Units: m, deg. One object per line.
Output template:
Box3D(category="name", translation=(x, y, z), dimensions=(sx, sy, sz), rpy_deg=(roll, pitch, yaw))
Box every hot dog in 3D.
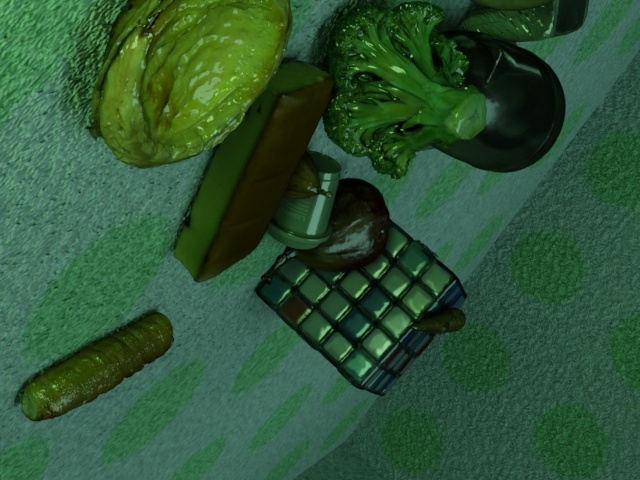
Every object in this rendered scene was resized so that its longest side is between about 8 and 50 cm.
Box3D(category="hot dog", translation=(-0.328, 0.192, 1.631), dimensions=(0.289, 0.068, 0.083), rpy_deg=(-30, 148, -47))

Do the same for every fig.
Box3D(category="fig", translation=(-0.029, -0.092, 1.652), dimensions=(0.089, 0.125, 0.089), rpy_deg=(-43, 159, -22))
Box3D(category="fig", translation=(-0.001, 0.000, 1.914), dimensions=(0.274, 0.145, 0.170), rpy_deg=(-30, 136, -31))

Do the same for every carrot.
Box3D(category="carrot", translation=(0.217, 0.153, 1.990), dimensions=(0.049, 0.049, 0.254), rpy_deg=(-54, 159, 16))

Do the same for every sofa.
Box3D(category="sofa", translation=(0.375, -0.475, 1.925), dimensions=(0.210, 0.176, 0.225), rpy_deg=(-28, 126, -51))

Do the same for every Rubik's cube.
Box3D(category="Rubik's cube", translation=(0.091, 0.111, 2.143), dimensions=(0.293, 0.292, 0.287), rpy_deg=(-51, 163, -2))

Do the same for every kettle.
Box3D(category="kettle", translation=(0.214, -0.235, 1.840), dimensions=(0.321, 0.228, 0.324), rpy_deg=(-21, 163, 31))

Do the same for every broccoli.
Box3D(category="broccoli", translation=(0.125, -0.220, 1.544), dimensions=(0.254, 0.269, 0.269), rpy_deg=(-63, 163, 3))

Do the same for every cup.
Box3D(category="cup", translation=(-0.026, -0.070, 1.759), dimensions=(0.120, 0.120, 0.141), rpy_deg=(-28, 141, -52))

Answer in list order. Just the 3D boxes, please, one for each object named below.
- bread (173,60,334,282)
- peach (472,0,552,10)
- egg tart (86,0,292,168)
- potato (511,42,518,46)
Box3D(category="bread", translation=(-0.098, -0.100, 1.540), dimensions=(0.138, 0.077, 0.361), rpy_deg=(-29, 155, -47))
Box3D(category="peach", translation=(0.273, -0.453, 1.427), dimensions=(0.292, 0.247, 0.292), rpy_deg=(-17, 142, -14))
Box3D(category="egg tart", translation=(-0.146, -0.198, 1.166), dimensions=(0.279, 0.095, 0.279), rpy_deg=(-40, 157, -21))
Box3D(category="potato", translation=(0.322, -0.326, 2.072), dimensions=(0.119, 0.109, 0.178), rpy_deg=(1, 139, -11))
